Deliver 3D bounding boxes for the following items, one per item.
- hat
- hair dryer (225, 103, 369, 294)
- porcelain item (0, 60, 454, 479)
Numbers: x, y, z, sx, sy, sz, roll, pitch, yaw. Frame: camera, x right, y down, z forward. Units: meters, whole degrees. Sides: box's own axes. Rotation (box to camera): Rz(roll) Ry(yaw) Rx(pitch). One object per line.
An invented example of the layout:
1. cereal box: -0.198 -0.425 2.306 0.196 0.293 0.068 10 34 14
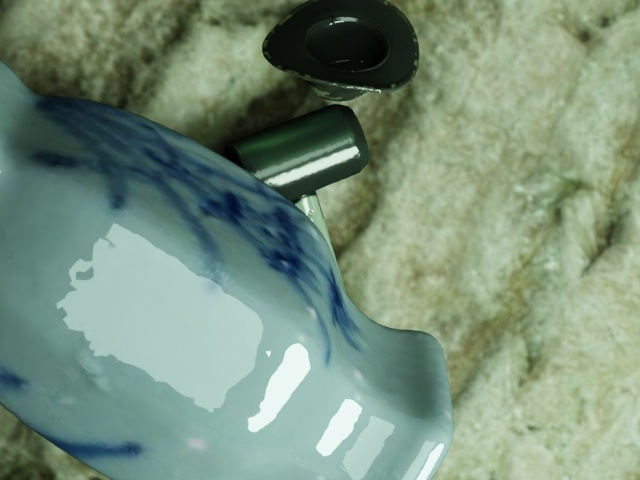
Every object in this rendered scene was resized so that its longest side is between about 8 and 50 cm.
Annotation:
1. hat: 0.014 -0.134 1.194 0.121 0.121 0.050 -7 139 -15
2. hair dryer: 0.000 0.000 1.223 0.100 0.057 0.198 -19 112 -12
3. porcelain item: -0.106 0.044 1.094 0.405 0.242 0.178 35 113 -16
